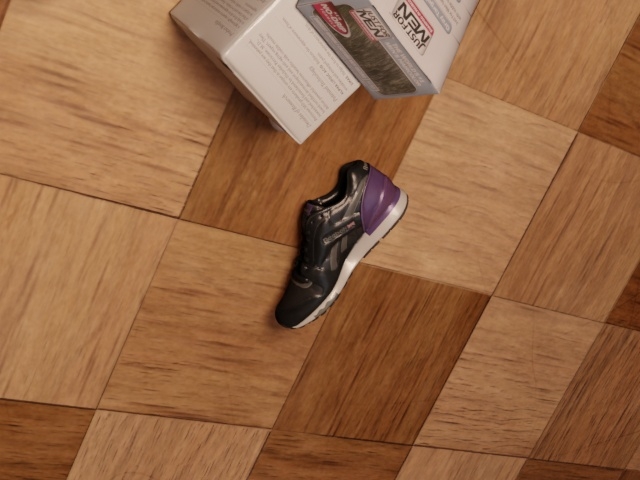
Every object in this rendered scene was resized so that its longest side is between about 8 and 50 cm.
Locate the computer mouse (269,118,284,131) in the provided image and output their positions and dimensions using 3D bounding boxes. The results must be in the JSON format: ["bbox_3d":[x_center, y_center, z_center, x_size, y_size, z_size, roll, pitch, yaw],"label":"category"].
[{"bbox_3d":[-0.010,-0.236,1.493,0.193,0.042,0.106,-43,135,-10],"label":"computer mouse"}]

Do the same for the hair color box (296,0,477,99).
[{"bbox_3d":[0.127,-0.386,1.333,0.185,0.113,0.374,44,59,-40],"label":"hair color box"}]

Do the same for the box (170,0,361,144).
[{"bbox_3d":[-0.072,-0.250,1.353,0.119,0.181,0.182,-45,130,-1],"label":"box"}]

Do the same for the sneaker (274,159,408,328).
[{"bbox_3d":[0.000,0.000,1.613,0.124,0.107,0.283,38,90,-25],"label":"sneaker"}]
